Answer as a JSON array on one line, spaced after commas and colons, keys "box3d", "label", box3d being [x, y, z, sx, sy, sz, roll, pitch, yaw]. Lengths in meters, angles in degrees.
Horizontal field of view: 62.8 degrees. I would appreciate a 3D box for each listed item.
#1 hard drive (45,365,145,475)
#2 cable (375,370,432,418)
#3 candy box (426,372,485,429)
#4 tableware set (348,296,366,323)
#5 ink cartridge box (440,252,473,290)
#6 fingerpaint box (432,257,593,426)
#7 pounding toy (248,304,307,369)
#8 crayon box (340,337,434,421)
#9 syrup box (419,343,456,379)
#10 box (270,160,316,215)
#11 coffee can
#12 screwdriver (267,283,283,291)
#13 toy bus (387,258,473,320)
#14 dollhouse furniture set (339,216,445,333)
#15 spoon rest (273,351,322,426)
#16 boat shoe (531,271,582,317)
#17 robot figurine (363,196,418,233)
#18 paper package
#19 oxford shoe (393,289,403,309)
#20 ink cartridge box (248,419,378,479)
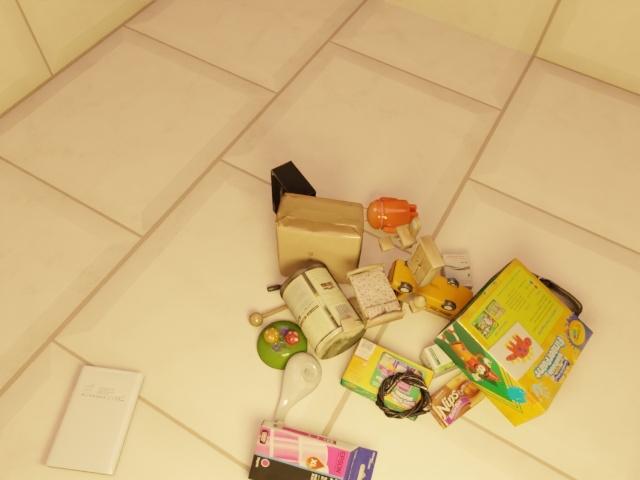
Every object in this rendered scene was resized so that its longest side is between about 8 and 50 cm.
[{"box3d": [-0.721, 0.576, 1.698, 0.210, 0.040, 0.319, 7, 57, 2], "label": "hard drive"}, {"box3d": [0.264, 0.500, 1.697, 0.184, 0.047, 0.151, -9, 59, -8], "label": "cable"}, {"box3d": [0.455, 0.538, 1.777, 0.186, 0.053, 0.109, -28, 63, -21], "label": "candy box"}, {"box3d": [0.107, 0.277, 1.942, 0.168, 0.020, 0.141, -22, 56, -9], "label": "tableware set"}, {"box3d": [0.526, 0.113, 2.051, 0.104, 0.060, 0.180, 1, 57, -2], "label": "ink cartridge box"}, {"box3d": [0.654, 0.325, 1.765, 0.371, 0.163, 0.444, 46, 49, 12], "label": "fingerpaint box"}, {"box3d": [-0.145, 0.326, 1.849, 0.182, 0.110, 0.237, -18, 60, -14], "label": "pounding toy"}, {"box3d": [0.227, 0.472, 1.790, 0.278, 0.081, 0.165, 24, 59, 12], "label": "crayon box"}, {"box3d": [0.478, 0.393, 1.846, 0.236, 0.096, 0.093, -19, 62, -14], "label": "syrup box"}, {"box3d": [-0.108, -0.155, 2.072, 0.103, 0.261, 0.184, -30, 64, -20], "label": "box"}, {"box3d": [0.006, 0.247, 1.844, 0.201, 0.202, 0.275, -24, 58, -17], "label": "coffee can"}, {"box3d": [-0.122, 0.166, 2.005, 0.169, 0.025, 0.024, -16, 59, -12], "label": "screwdriver"}, {"box3d": [0.392, 0.185, 1.895, 0.332, 0.130, 0.108, 22, 60, -11], "label": "toy bus"}, {"box3d": [0.199, 0.097, 1.714, 0.355, 0.174, 0.303, -14, 64, -15], "label": "dollhouse furniture set"}, {"box3d": [-0.084, 0.502, 1.753, 0.137, 0.084, 0.276, 38, 52, -13], "label": "spoon rest"}, {"box3d": [0.854, 0.187, 2.001, 0.302, 0.091, 0.114, 35, 62, 18], "label": "boat shoe"}, {"box3d": [0.284, -0.104, 2.139, 0.219, 0.128, 0.158, 1, 89, -2], "label": "robot figurine"}, {"box3d": [0.000, 0.000, 1.937, 0.309, 0.325, 0.168, 8, 55, 4], "label": "paper package"}, {"box3d": [0.304, 0.196, 1.985, 0.076, 0.076, 0.212, 26, 63, -31], "label": "oxford shoe"}, {"box3d": [-0.023, 0.686, 1.602, 0.370, 0.069, 0.176, 13, 93, 4], "label": "ink cartridge box"}]
